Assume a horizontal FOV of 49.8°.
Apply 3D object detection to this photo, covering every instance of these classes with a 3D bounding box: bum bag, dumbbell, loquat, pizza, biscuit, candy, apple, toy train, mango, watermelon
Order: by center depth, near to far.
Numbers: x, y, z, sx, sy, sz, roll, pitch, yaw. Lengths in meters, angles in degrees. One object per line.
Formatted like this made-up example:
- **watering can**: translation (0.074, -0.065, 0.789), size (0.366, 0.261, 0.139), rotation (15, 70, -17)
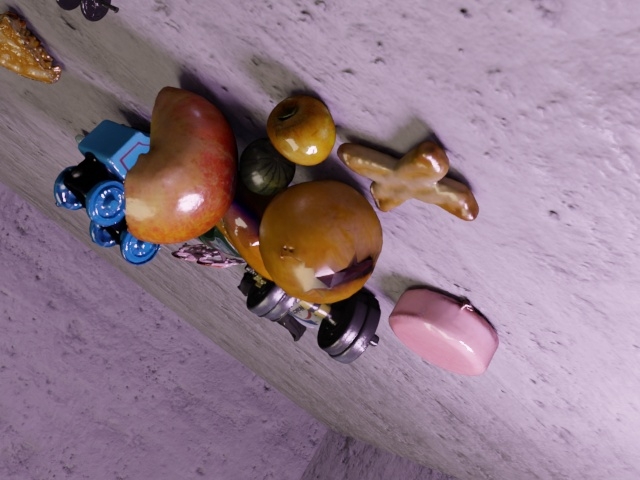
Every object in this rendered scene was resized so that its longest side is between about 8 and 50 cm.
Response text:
- **biscuit**: translation (0.137, -0.099, 1.095), size (0.208, 0.047, 0.164), rotation (8, 150, 48)
- **apple**: translation (-0.031, -0.172, 1.101), size (0.114, 0.099, 0.102), rotation (11, 153, 38)
- **dumbbell**: translation (-0.391, -0.404, 1.134), size (0.147, 0.069, 0.069), rotation (26, 159, 15)
- **loquat**: translation (0.000, 0.000, 1.258), size (0.235, 0.235, 0.235), rotation (28, 159, 12)
- **apple**: translation (-0.232, -0.125, 1.275), size (0.163, 0.293, 0.251), rotation (13, 160, 6)
- **watermelon**: translation (-0.105, -0.133, 1.281), size (0.105, 0.105, 0.133), rotation (39, 150, -16)
- **mango**: translation (-0.124, -0.029, 1.458), size (0.152, 0.201, 0.287), rotation (-32, 125, 20)
- **pizza**: translation (-0.648, -0.428, 1.478), size (0.188, 0.062, 0.199), rotation (22, 155, -7)
- **candy**: translation (0.271, 0.202, 1.522), size (0.255, 0.094, 0.255), rotation (29, 160, 12)
- **toy train**: translation (-0.436, -0.107, 1.601), size (0.188, 0.265, 0.300), rotation (22, 154, 38)
- **dumbbell**: translation (-0.015, 0.155, 1.664), size (0.388, 0.185, 0.185), rotation (32, 161, -19)
- **bum bag**: translation (-0.139, 0.193, 2.102), size (0.326, 0.080, 0.142), rotation (47, -169, -39)

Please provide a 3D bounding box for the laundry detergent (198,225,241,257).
- **laundry detergent**: translation (-0.281, -0.017, 1.881), size (0.211, 0.063, 0.137), rotation (12, 151, 48)

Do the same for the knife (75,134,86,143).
- **knife**: translation (-0.606, -0.226, 1.920), size (0.064, 0.031, 0.222), rotation (17, 159, 26)

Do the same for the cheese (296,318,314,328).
- **cheese**: translation (-0.056, 0.187, 2.028), size (0.135, 0.052, 0.244), rotation (9, 142, 43)

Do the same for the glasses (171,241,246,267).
- **glasses**: translation (-0.327, 0.023, 2.032), size (0.255, 0.095, 0.162), rotation (18, -174, 35)

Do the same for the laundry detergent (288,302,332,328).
- **laundry detergent**: translation (-0.030, 0.166, 1.867), size (0.280, 0.105, 0.215), rotation (35, 153, -11)
